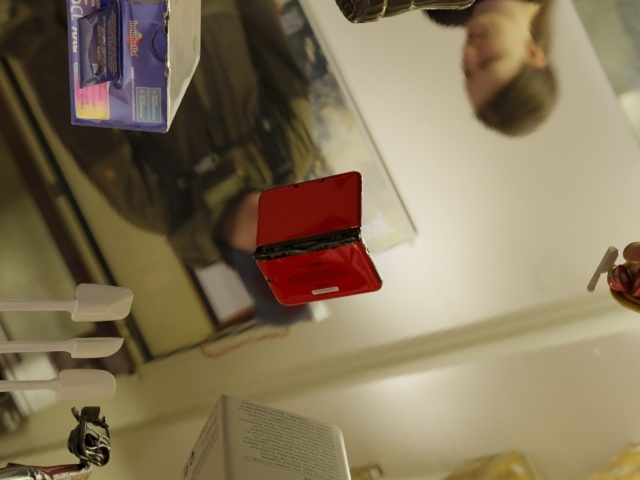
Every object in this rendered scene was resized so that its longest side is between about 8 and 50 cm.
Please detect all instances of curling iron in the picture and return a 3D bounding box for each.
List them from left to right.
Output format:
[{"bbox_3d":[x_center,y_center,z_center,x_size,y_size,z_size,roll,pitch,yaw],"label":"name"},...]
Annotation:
[{"bbox_3d":[-0.235,0.179,0.958,0.035,0.068,0.274,-1,180,15],"label":"curling iron"}]

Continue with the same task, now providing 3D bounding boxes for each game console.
[{"bbox_3d":[0.000,0.000,1.439,0.144,0.124,0.085,-11,-147,28],"label":"game console"}]

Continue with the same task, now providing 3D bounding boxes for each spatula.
[{"bbox_3d":[-0.371,0.134,1.580,0.242,0.168,0.019,4,-158,-31],"label":"spatula"}]

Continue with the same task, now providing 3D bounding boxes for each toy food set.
[{"bbox_3d":[0.567,0.058,2.076,0.218,0.071,0.128,21,-125,35],"label":"toy food set"}]

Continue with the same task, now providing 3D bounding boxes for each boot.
[{"bbox_3d":[0.061,-0.304,1.217,0.137,0.197,0.077,-9,160,-29],"label":"boot"}]

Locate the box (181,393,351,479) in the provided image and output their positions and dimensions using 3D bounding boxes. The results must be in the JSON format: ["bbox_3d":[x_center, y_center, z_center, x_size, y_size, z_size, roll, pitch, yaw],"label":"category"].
[{"bbox_3d":[-0.032,0.238,0.846,0.275,0.113,0.094,-100,-147,-58],"label":"box"}]

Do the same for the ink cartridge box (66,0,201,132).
[{"bbox_3d":[-0.269,-0.331,1.749,0.151,0.270,0.395,3,-153,-1],"label":"ink cartridge box"}]
